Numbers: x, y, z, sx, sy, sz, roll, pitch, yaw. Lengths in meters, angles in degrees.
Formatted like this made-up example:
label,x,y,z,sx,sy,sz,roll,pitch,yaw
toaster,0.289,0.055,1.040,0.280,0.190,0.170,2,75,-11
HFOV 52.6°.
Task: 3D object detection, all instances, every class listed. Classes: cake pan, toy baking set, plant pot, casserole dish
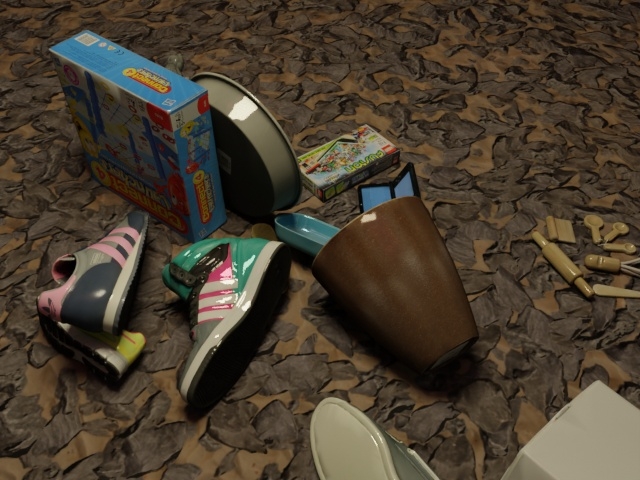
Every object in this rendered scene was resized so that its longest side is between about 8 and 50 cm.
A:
label,x,y,z,sx,sy,sz,roll,pitch,yaw
cake pan,-0.158,-0.158,1.164,0.293,0.293,0.054,31,58,26
toy baking set,0.512,0.031,1.166,0.197,0.030,0.256,-14,48,-14
plant pot,0.137,0.086,1.014,0.215,0.215,0.230,-24,66,-22
casserole dish,0.000,0.000,1.162,0.188,0.037,0.114,23,20,20

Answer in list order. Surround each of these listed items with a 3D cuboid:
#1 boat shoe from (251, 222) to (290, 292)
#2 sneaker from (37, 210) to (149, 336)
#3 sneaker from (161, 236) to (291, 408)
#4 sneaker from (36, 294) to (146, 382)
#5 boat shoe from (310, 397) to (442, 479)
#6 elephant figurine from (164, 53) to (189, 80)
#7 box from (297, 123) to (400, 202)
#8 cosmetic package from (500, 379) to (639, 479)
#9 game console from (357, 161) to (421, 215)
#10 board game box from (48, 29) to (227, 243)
label,x,y,z,sx,sy,sz,roll,pitch,yaw
boat shoe,-0.093,0.039,1.152,0.056,0.048,0.153,-7,52,-23
sneaker,-0.356,0.029,1.050,0.131,0.112,0.319,11,24,-11
sneaker,-0.186,0.107,1.029,0.178,0.123,0.295,14,57,24
sneaker,-0.366,0.141,1.032,0.209,0.081,0.094,31,45,19
boat shoe,0.102,0.333,0.854,0.099,0.116,0.319,18,17,-48
elephant figurine,-0.308,-0.273,1.377,0.169,0.186,0.239,35,14,-12
box,0.052,-0.164,1.344,0.207,0.036,0.114,-30,54,-26
cosmetic package,0.402,0.364,0.731,0.217,0.156,0.385,-17,44,-41
game console,0.132,-0.090,1.254,0.071,0.107,0.122,19,43,-22
board game box,-0.324,-0.184,1.179,0.308,0.302,0.086,29,53,25
